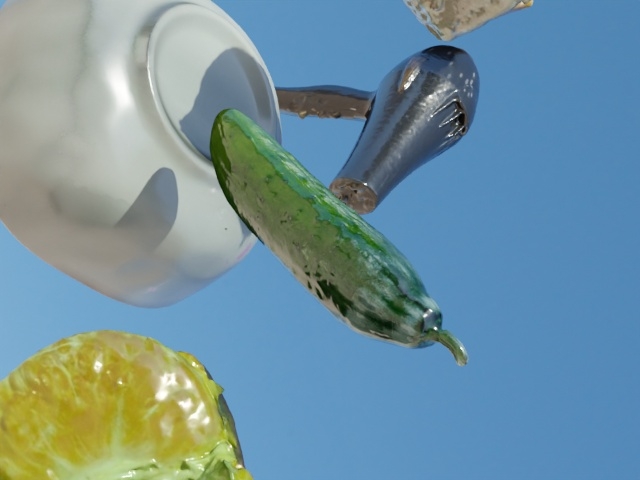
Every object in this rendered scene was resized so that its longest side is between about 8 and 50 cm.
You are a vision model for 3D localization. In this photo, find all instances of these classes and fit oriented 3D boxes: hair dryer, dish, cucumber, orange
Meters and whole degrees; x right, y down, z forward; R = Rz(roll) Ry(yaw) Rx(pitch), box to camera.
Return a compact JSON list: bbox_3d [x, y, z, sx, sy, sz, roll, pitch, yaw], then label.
[{"bbox_3d":[-0.008,-0.134,1.635,0.359,0.304,0.120,7,-51,30],"label":"hair dryer"},{"bbox_3d":[-0.115,-0.086,1.011,0.117,0.256,0.256,-20,-92,37],"label":"dish"},{"bbox_3d":[0.000,0.000,0.833,0.250,0.056,0.056,45,-42,39],"label":"cucumber"},{"bbox_3d":[-0.120,0.179,0.822,0.158,0.179,0.237,97,-27,-46],"label":"orange"}]

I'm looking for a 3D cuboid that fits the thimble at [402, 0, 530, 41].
[{"bbox_3d":[0.091,-0.194,0.899,0.090,0.115,0.102,48,-4,-27],"label":"thimble"}]

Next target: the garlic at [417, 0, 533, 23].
[{"bbox_3d":[0.187,-0.331,1.797,0.164,0.245,0.145,17,-79,8],"label":"garlic"}]
